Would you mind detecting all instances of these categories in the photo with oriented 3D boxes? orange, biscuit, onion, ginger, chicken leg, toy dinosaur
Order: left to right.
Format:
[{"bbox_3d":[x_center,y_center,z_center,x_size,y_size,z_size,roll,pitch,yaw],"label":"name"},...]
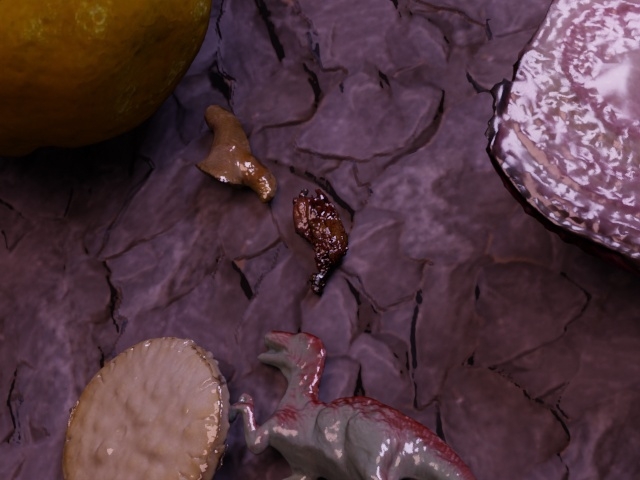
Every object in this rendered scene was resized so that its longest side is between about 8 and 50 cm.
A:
[{"bbox_3d":[-0.219,-0.180,1.438,0.279,0.279,0.235,5,96,23],"label":"orange"},{"bbox_3d":[-0.124,0.136,1.361,0.152,0.020,0.152,-19,56,31],"label":"biscuit"},{"bbox_3d":[-0.069,-0.058,1.452,0.048,0.030,0.097,-20,58,-22],"label":"ginger"},{"bbox_3d":[0.001,-0.002,1.402,0.036,0.021,0.083,-16,65,2],"label":"chicken leg"},{"bbox_3d":[0.042,0.141,1.294,0.242,0.053,0.167,2,59,31],"label":"toy dinosaur"},{"bbox_3d":[0.242,-0.068,1.302,0.247,0.111,0.250,29,66,7],"label":"onion"}]
